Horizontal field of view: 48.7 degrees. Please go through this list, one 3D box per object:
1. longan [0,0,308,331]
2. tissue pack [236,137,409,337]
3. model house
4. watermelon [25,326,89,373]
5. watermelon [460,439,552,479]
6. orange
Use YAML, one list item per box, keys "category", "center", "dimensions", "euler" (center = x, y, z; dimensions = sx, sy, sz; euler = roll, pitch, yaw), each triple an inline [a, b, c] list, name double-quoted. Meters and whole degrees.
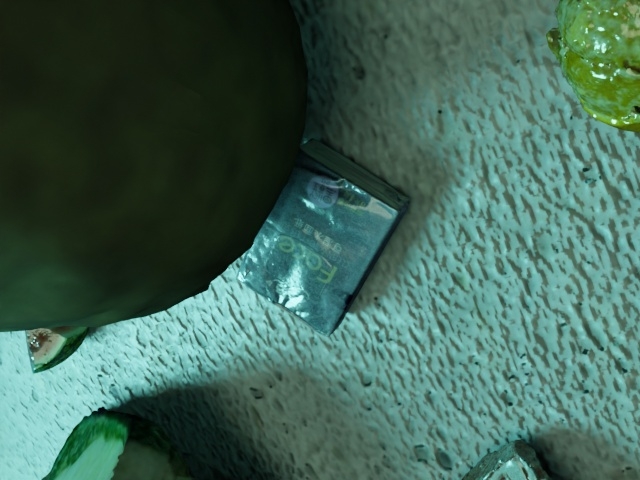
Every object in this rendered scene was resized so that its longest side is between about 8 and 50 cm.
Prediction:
- category: "longan"
  center: [-0.229, -0.121, 0.515]
  dimensions: [0.404, 0.435, 0.404]
  euler: [-16, 72, 62]
- category: "tissue pack"
  center: [0.000, 0.000, 0.664]
  dimensions: [0.112, 0.051, 0.156]
  euler: [33, 119, 11]
- category: "model house"
  center: [-0.192, 0.366, 0.813]
  dimensions: [0.284, 0.243, 0.298]
  euler: [36, 151, -19]
- category: "watermelon"
  center: [-0.326, 0.117, 0.853]
  dimensions: [0.092, 0.084, 0.072]
  euler: [-42, 78, 18]
- category: "watermelon"
  center: [0.196, 0.251, 0.657]
  dimensions: [0.187, 0.071, 0.139]
  euler: [7, 105, 33]
- category: "orange"
  center: [0.218, -0.148, 0.452]
  dimensions: [0.156, 0.134, 0.157]
  euler: [-10, 123, -15]
